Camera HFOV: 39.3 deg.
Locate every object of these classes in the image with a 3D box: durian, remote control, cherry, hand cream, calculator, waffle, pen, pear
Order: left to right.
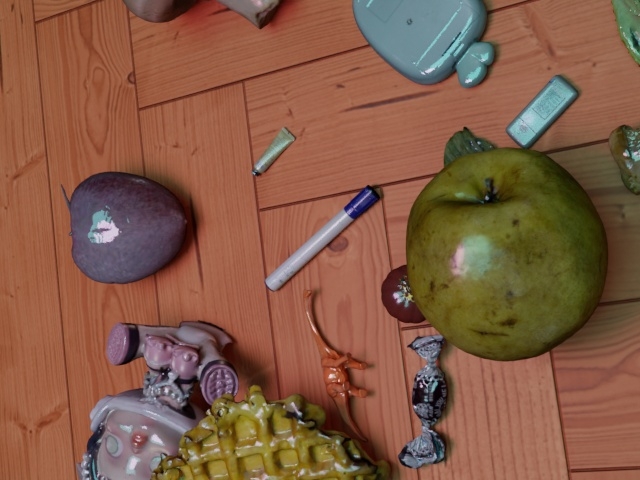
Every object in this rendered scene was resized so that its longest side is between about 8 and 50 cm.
[{"bbox_3d":[-0.376,-0.024,1.696,0.266,0.183,0.213,1,102,14],"label":"cherry"},{"bbox_3d":[-0.093,0.437,1.506,0.379,0.095,0.382,38,99,-8],"label":"waffle"},{"bbox_3d":[-0.089,-0.160,1.652,0.035,0.022,0.102,45,101,21],"label":"hand cream"},{"bbox_3d":[0.000,0.000,1.592,0.269,0.033,0.033,-43,70,19],"label":"pen"},{"bbox_3d":[0.173,-0.370,1.517,0.295,0.042,0.184,44,106,22],"label":"calculator"},{"bbox_3d":[0.274,0.029,1.317,0.303,0.304,0.304,-1,87,26],"label":"pear"},{"bbox_3d":[0.353,-0.205,1.433,0.053,0.018,0.124,47,108,19],"label":"remote control"},{"bbox_3d":[0.496,-0.295,1.320,0.086,0.100,0.215,-41,64,22],"label":"durian"}]

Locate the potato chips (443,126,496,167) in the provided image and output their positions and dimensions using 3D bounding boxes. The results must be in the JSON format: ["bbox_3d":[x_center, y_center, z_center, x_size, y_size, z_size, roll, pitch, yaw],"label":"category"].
[{"bbox_3d":[0.276,-0.096,1.462,0.092,0.028,0.207,-49,67,17],"label":"potato chips"}]

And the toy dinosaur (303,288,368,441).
[{"bbox_3d":[0.028,0.215,1.553,0.101,0.055,0.280,-18,82,48],"label":"toy dinosaur"}]

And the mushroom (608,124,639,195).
[{"bbox_3d":[0.594,-0.132,1.274,0.351,0.095,0.123,-1,107,27],"label":"mushroom"}]

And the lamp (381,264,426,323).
[{"bbox_3d":[0.150,0.088,1.481,0.101,0.090,0.101,2,64,-5],"label":"lamp"}]

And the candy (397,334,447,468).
[{"bbox_3d":[0.171,0.265,1.484,0.094,0.051,0.226,7,91,30],"label":"candy"}]

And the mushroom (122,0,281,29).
[{"bbox_3d":[-0.209,-0.486,1.621,0.290,0.292,0.292,39,107,-7],"label":"mushroom"}]

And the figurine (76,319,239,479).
[{"bbox_3d":[-0.275,0.331,1.615,0.253,0.211,0.361,21,95,28],"label":"figurine"}]
